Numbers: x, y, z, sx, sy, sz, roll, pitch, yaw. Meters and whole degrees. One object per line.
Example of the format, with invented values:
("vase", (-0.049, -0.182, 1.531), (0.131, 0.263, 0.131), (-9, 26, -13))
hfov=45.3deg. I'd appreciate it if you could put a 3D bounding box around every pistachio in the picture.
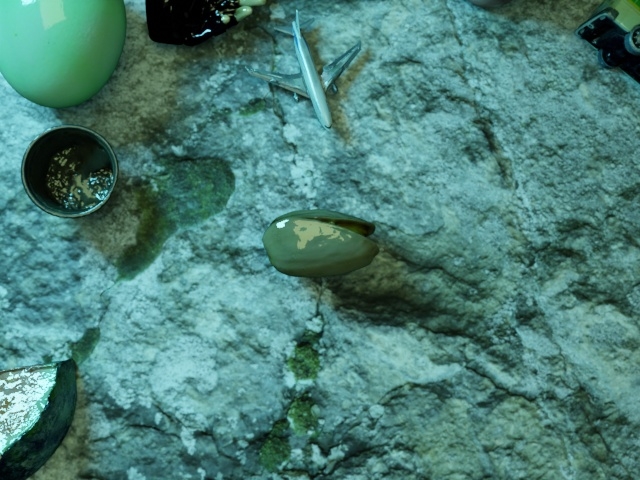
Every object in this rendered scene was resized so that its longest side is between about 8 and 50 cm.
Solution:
("pistachio", (0.000, 0.000, 1.354), (0.206, 0.131, 0.129), (-3, 60, -7))

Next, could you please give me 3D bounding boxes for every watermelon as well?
("watermelon", (-0.551, 0.296, 1.258), (0.226, 0.148, 0.318), (43, 80, 4))

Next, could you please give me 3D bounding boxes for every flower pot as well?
("flower pot", (-0.420, -0.114, 1.315), (0.158, 0.107, 0.157), (0, 90, -8))

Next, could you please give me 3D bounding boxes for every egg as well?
("egg", (-0.435, -0.355, 1.269), (0.221, 0.220, 0.269), (11, 90, -8))

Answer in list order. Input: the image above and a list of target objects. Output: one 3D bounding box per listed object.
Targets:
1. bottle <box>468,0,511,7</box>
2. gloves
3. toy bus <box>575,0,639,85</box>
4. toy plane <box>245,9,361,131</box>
("bottle", (0.335, -0.528, 1.357), (0.207, 0.297, 0.173), (20, 85, -12))
("gloves", (-0.197, -0.428, 1.366), (0.204, 0.124, 0.164), (-10, 118, -33))
("toy bus", (0.653, -0.380, 1.476), (0.276, 0.134, 0.164), (38, 83, -6))
("toy plane", (-0.018, -0.306, 1.410), (0.226, 0.058, 0.226), (-16, 92, -13))
